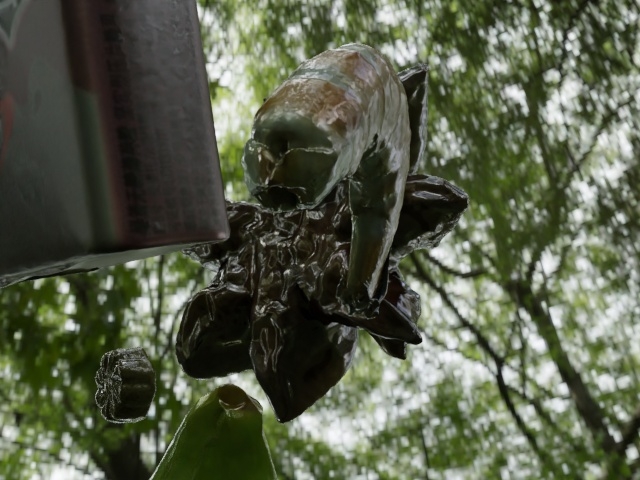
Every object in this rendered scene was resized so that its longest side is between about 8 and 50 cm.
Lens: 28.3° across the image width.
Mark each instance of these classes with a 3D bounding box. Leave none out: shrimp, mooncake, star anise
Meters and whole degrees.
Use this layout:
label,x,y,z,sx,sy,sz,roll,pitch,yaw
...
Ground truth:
label,x,y,z,sx,sy,sz,roll,pitch,yaw
shrimp,0.006,-0.016,0.656,0.049,0.161,0.166,12,-59,20
mooncake,-0.207,0.241,0.951,0.057,0.150,0.347,23,-100,-28
star anise,-0.010,-0.011,1.019,0.315,0.315,0.108,-43,-38,24

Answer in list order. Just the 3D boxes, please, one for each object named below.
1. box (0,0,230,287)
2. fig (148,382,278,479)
label,x,y,z,sx,sy,sz,roll,pitch,yaw
box,-0.103,-0.099,0.502,0.069,0.224,0.120,-5,-5,-42
fig,-0.070,0.222,0.759,0.206,0.206,0.275,-2,-89,-4
